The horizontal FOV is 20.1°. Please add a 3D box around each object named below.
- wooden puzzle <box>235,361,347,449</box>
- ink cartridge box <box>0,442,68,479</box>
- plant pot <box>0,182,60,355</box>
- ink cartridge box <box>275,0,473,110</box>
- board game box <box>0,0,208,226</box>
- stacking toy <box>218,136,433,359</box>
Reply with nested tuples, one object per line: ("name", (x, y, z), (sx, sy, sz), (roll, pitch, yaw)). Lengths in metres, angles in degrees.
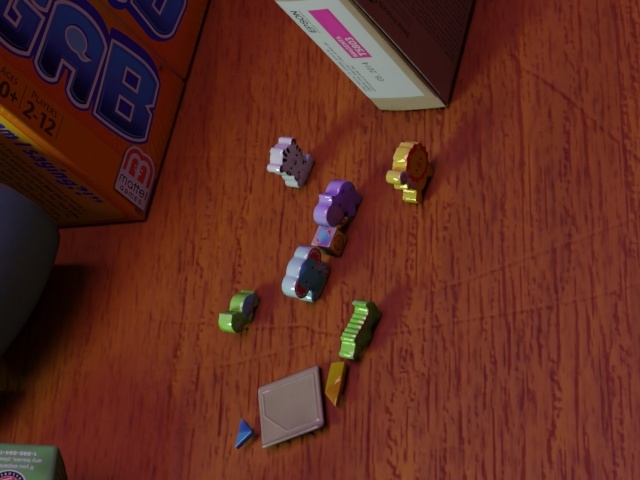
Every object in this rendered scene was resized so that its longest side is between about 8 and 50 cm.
("wooden puzzle", (-0.026, 0.157, 1.694), (0.116, 0.014, 0.078), (-17, 50, 26))
("ink cartridge box", (-0.352, 0.335, 1.683), (0.201, 0.117, 0.278), (3, 59, 0))
("plant pot", (-0.430, 0.060, 1.857), (0.290, 0.290, 0.195), (-7, 63, 32))
("ink cartridge box", (0.056, -0.267, 1.753), (0.088, 0.235, 0.193), (-1, 61, 35))
("board game box", (-0.384, -0.247, 1.965), (0.356, 0.356, 0.356), (-3, 61, 34))
("stacking toy", (0.000, 0.000, 1.748), (0.167, 0.052, 0.221), (7, 67, 38))
